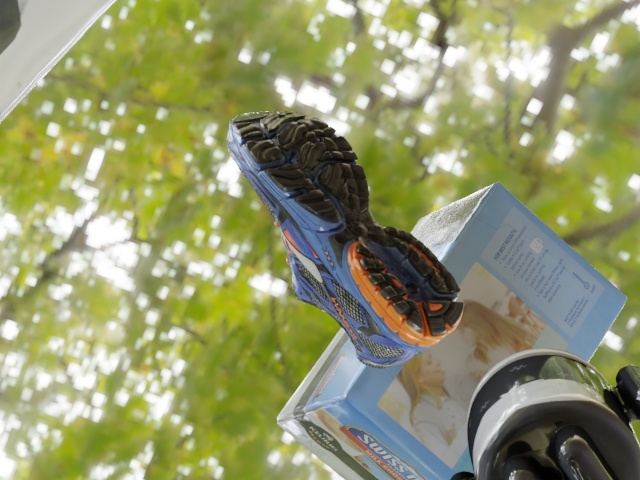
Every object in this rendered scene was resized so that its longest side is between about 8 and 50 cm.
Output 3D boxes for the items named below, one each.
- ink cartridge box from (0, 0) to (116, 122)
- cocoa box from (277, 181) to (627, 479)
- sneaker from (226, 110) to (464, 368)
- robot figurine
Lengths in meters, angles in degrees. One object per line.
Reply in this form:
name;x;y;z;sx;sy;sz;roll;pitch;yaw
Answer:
ink cartridge box;-0.187;-0.123;0.537;0.114;0.273;0.197;33;167;41
cocoa box;0.159;0.144;1.859;0.231;0.228;0.347;41;-114;-9
sneaker;0.000;0.000;1.053;0.083;0.087;0.221;-17;-117;-42
robot figurine;0.241;0.218;1.583;0.209;0.174;0.278;5;-166;0
